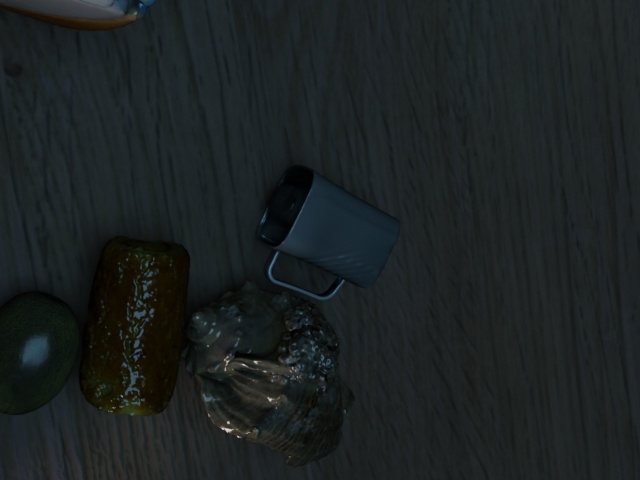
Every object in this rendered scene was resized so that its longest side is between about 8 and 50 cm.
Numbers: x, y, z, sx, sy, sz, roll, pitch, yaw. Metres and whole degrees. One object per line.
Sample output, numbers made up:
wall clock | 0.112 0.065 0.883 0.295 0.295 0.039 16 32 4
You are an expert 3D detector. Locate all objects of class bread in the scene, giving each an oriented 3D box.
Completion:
bread | -0.192 0.086 1.334 0.103 0.132 0.172 9 96 -9

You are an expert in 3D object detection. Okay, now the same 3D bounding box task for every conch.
conch | -0.045 0.147 1.377 0.245 0.163 0.178 38 55 -37

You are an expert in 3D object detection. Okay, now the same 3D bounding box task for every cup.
cup | 0.000 0.000 1.407 0.129 0.095 0.128 27 87 -22

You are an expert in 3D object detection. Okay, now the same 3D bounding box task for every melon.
melon | -0.297 0.115 1.311 0.098 0.098 0.130 18 95 -21

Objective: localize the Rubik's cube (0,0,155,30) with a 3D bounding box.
Rubik's cube | -0.280 -0.396 1.119 0.347 0.352 0.351 19 92 -22
